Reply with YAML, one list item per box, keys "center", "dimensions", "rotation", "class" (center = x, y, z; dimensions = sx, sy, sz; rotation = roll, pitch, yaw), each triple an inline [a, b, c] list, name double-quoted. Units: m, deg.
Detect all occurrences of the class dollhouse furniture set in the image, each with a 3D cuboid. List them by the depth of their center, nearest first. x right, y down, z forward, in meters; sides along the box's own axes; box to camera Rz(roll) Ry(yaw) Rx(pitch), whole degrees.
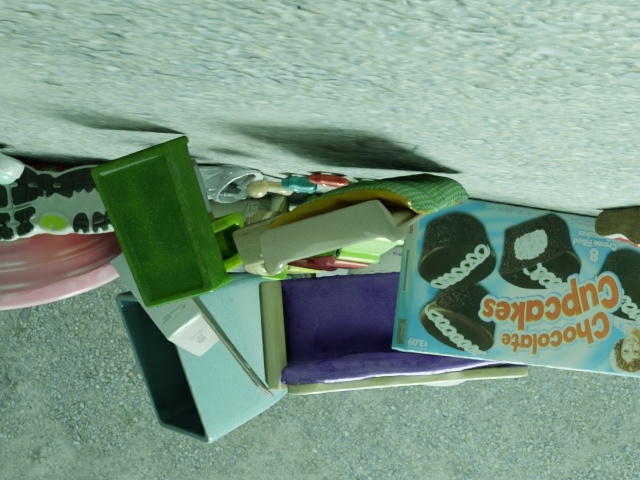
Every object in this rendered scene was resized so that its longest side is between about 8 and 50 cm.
- center: [-0.035, -0.058, 1.152]
  dimensions: [0.301, 0.151, 0.197]
  rotation: [-15, -173, 27]
  class: "dollhouse furniture set"

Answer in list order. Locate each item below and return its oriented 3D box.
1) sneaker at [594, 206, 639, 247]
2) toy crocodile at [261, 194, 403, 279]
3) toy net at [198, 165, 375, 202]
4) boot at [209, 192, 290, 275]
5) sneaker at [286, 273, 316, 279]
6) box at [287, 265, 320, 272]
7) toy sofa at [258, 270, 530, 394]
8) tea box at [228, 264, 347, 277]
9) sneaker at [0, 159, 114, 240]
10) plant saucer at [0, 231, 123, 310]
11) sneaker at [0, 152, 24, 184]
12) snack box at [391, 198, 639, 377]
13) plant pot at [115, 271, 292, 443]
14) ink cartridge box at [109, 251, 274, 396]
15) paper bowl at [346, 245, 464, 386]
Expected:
- center: [0.365, -0.011, 1.283]
  dimensions: [0.067, 0.042, 0.118]
  rotation: [12, -179, -20]
  class: "sneaker"
- center: [0.000, 0.000, 1.554]
  dimensions: [0.115, 0.105, 0.340]
  rotation: [9, 174, -31]
  class: "toy crocodile"
- center: [-0.039, -0.053, 1.322]
  dimensions: [0.232, 0.045, 0.122]
  rotation: [7, 176, -6]
  class: "toy net"
- center: [-0.125, -0.007, 1.420]
  dimensions: [0.165, 0.077, 0.213]
  rotation: [-2, -162, 5]
  class: "boot"
- center: [-0.062, 0.127, 2.193]
  dimensions: [0.130, 0.286, 0.109]
  rotation: [-6, -158, 1]
  class: "sneaker"
- center: [-0.063, 0.012, 1.938]
  dimensions: [0.058, 0.087, 0.232]
  rotation: [6, 175, -21]
  class: "box"
- center: [0.101, 0.115, 1.565]
  dimensions: [0.362, 0.150, 0.177]
  rotation: [-3, 178, -10]
  class: "toy sofa"
- center: [-0.131, 0.111, 2.429]
  dimensions: [0.329, 0.220, 0.323]
  rotation: [7, 176, -9]
  class: "tea box"
- center: [-0.333, -0.049, 1.464]
  dimensions: [0.279, 0.107, 0.118]
  rotation: [7, -175, 22]
  class: "sneaker"
- center: [-0.410, -0.005, 1.579]
  dimensions: [0.332, 0.084, 0.332]
  rotation: [-4, -159, 2]
  class: "plant saucer"
- center: [-0.476, -0.046, 1.359]
  dimensions: [0.256, 0.151, 0.094]
  rotation: [4, 174, 9]
  class: "sneaker"
- center: [0.253, 0.057, 1.389]
  dimensions: [0.322, 0.187, 0.060]
  rotation: [7, 175, -15]
  class: "snack box"
- center: [-0.158, 0.167, 1.943]
  dimensions: [0.252, 0.247, 0.248]
  rotation: [-21, -172, -26]
  class: "plant pot"
- center: [-0.163, 0.125, 1.538]
  dimensions: [0.060, 0.239, 0.275]
  rotation: [-37, 171, -5]
  class: "ink cartridge box"
- center: [0.176, 0.120, 2.075]
  dimensions: [0.284, 0.148, 0.284]
  rotation: [20, 144, 15]
  class: "paper bowl"
